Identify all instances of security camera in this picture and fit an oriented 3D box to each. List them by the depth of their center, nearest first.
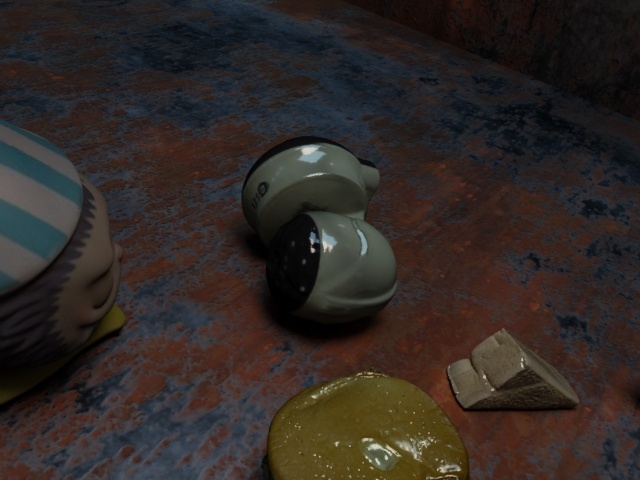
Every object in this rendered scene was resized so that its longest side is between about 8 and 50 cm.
[{"bbox_3d":[0.000,0.000,0.913,0.191,0.197,0.277,12,39,-31],"label":"security camera"}]

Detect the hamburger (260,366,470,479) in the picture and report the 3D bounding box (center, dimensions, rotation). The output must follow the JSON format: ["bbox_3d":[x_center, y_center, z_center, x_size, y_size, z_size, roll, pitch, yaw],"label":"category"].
[{"bbox_3d":[0.036,0.230,0.626,0.215,0.122,0.189,-23,42,-40],"label":"hamburger"}]

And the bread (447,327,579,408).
[{"bbox_3d":[0.261,0.197,0.862,0.152,0.105,0.077,36,21,-31],"label":"bread"}]

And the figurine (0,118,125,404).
[{"bbox_3d":[-0.378,-0.056,0.646,0.361,0.378,0.266,21,33,5],"label":"figurine"}]
